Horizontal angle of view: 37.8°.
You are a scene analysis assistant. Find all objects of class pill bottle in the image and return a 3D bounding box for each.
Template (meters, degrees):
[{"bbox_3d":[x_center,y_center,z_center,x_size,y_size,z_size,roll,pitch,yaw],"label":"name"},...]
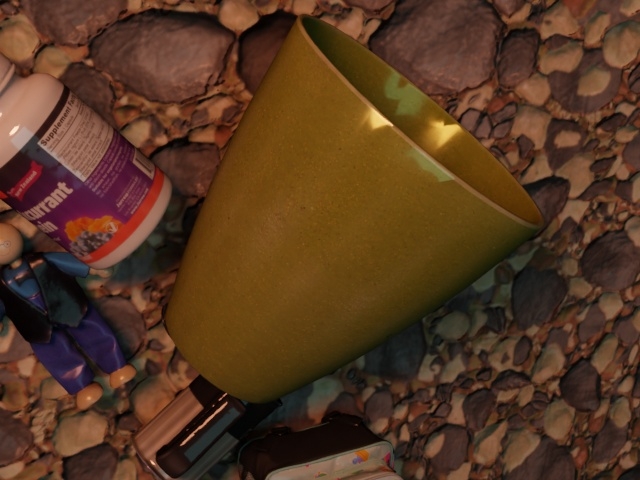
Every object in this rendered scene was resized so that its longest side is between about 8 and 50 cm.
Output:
[{"bbox_3d":[-0.228,-0.071,0.786,0.108,0.108,0.193,-48,118,-2],"label":"pill bottle"}]

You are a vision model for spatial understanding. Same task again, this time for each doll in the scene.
[{"bbox_3d":[-0.245,0.061,0.860,0.129,0.046,0.189,-32,111,0],"label":"doll"}]

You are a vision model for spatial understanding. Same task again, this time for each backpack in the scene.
[{"bbox_3d":[0.007,0.302,1.000,0.166,0.144,0.188,-11,115,-25],"label":"backpack"}]

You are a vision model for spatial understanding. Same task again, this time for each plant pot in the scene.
[{"bbox_3d":[0.000,0.000,0.846,0.275,0.275,0.293,30,110,-29],"label":"plant pot"}]

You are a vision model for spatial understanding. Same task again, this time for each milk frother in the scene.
[{"bbox_3d":[-0.136,0.154,0.923,0.135,0.129,0.143,-43,76,-5],"label":"milk frother"}]
